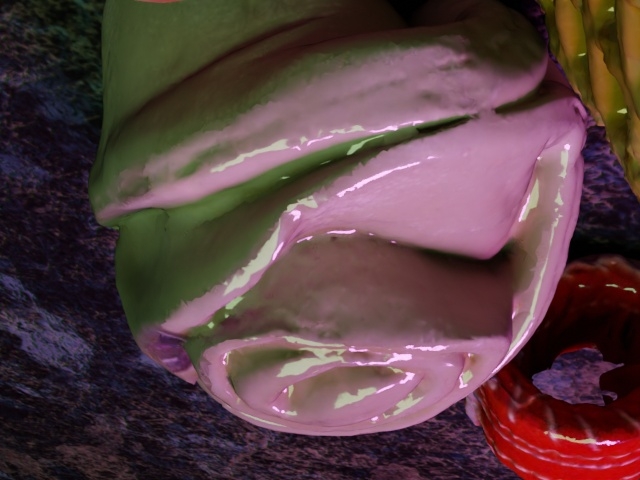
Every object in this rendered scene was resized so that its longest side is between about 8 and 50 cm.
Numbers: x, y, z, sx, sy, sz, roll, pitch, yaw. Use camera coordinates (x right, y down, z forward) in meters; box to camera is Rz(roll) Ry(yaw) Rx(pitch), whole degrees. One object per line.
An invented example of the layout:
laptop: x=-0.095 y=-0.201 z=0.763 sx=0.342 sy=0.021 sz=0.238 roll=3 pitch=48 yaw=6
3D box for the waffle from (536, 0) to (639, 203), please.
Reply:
waffle: x=0.149 y=-0.129 z=0.475 sx=0.055 sy=0.248 sz=0.221 roll=-17 pitch=139 yaw=5

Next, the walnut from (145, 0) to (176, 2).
walnut: x=-0.104 y=-0.215 z=0.527 sx=0.207 sy=0.167 sz=0.167 roll=24 pitch=145 yaw=-14

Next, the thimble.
thimble: x=0.219 y=0.108 z=0.817 sx=0.189 sy=0.163 sz=0.125 roll=-28 pitch=146 yaw=-12

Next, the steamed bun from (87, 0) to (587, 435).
steamed bun: x=0.000 y=0.000 z=0.700 sx=0.342 sy=0.255 sz=0.368 roll=6 pitch=146 yaw=12
